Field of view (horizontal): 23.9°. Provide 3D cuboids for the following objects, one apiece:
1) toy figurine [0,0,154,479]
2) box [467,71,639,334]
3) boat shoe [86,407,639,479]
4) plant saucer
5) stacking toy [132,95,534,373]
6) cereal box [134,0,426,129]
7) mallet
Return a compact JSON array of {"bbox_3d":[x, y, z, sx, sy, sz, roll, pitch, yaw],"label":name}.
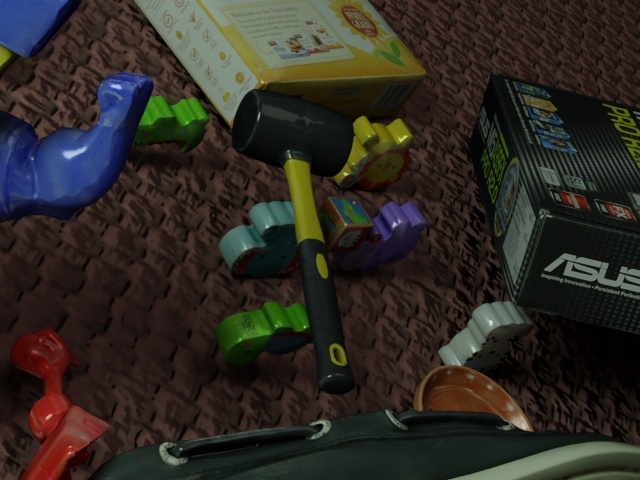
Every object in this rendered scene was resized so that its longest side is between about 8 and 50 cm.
[{"bbox_3d":[-0.189,-0.088,0.567,0.362,0.217,0.191,35,15,-8],"label":"toy figurine"},{"bbox_3d":[0.213,-0.017,0.942,0.216,0.060,0.270,13,22,-5],"label":"box"},{"bbox_3d":[0.037,0.125,0.666,0.340,0.127,0.113,-3,29,-43],"label":"boat shoe"},{"bbox_3d":[0.084,0.106,0.819,0.083,0.013,0.083,25,40,-23],"label":"plant saucer"},{"bbox_3d":[0.000,0.000,0.843,0.221,0.052,0.167,2,46,-41],"label":"stacking toy"},{"bbox_3d":[-0.057,-0.176,0.995,0.173,0.047,0.240,-10,56,-50],"label":"cereal box"},{"bbox_3d":[0.003,-0.001,0.773,0.062,0.039,0.190,7,47,-30],"label":"mallet"}]
